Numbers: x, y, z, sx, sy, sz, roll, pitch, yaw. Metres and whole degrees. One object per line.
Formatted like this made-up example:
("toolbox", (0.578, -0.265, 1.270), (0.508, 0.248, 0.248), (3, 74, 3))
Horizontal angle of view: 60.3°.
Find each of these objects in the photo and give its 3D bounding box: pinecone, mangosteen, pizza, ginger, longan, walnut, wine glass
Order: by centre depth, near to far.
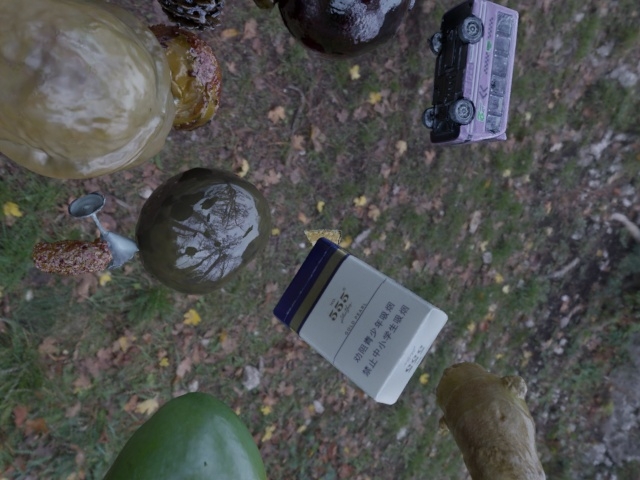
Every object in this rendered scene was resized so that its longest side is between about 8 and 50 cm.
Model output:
("ginger", (0.308, 0.354, 0.976), (0.190, 0.354, 0.126), (-36, 124, 21))
("mangosteen", (0.012, -0.502, 1.026), (0.307, 0.347, 0.306), (-172, -90, -82))
("walnut", (-0.459, -0.288, 1.026), (0.381, 0.381, 0.381), (-37, 140, -38))
("wine glass", (-0.555, -0.029, 1.404), (0.122, 0.122, 0.182), (-44, 143, -30))
("pizza", (0.000, 0.000, 1.493), (0.123, 0.109, 0.026), (-62, -173, -33))
("pinecone", (-0.352, -0.691, 1.535), (0.184, 0.179, 0.204), (-19, 151, -54))
("longan", (-0.333, -0.030, 1.585), (0.405, 0.336, 0.404), (-31, 138, -32))

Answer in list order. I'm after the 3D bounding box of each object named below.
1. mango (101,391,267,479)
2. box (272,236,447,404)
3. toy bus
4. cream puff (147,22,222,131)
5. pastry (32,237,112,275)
("mango", (-0.123, 0.243, 0.410), (0.251, 0.156, 0.114), (-62, -179, -19))
("box", (0.053, 0.120, 0.890), (0.071, 0.259, 0.168), (31, 92, -49))
("toy bus", (0.221, -0.237, 0.805), (0.108, 0.096, 0.198), (3, 94, -20))
("cream puff", (-0.463, -0.520, 1.741), (0.228, 0.351, 0.350), (-80, 171, -50))
("pastry", (-0.554, 0.034, 1.221), (0.063, 0.170, 0.087), (120, -35, -77))
